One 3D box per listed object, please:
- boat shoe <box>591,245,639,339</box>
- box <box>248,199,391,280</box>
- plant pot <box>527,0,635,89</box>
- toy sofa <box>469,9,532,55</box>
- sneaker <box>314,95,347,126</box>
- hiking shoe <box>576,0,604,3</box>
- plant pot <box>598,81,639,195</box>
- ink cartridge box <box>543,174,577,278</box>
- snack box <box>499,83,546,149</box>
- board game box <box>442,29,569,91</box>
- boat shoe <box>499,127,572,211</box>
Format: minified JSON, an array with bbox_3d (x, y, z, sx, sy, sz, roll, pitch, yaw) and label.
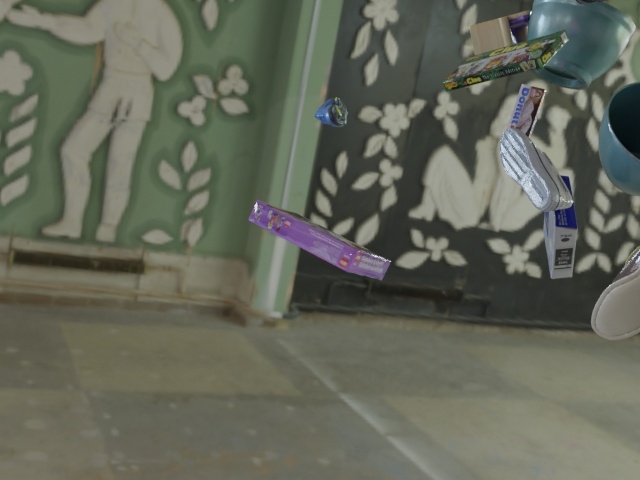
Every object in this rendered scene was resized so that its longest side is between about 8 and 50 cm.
[{"bbox_3d":[0.669,0.071,1.675,0.117,0.324,0.097,33,34,9],"label":"boat shoe"},{"bbox_3d":[0.000,0.000,1.946,0.293,0.057,0.201,27,5,27],"label":"box"},{"bbox_3d":[0.711,-0.548,2.342,0.293,0.196,0.293,22,1,0],"label":"plant pot"},{"bbox_3d":[0.593,-0.617,2.551,0.177,0.150,0.362,-9,12,24],"label":"toy sofa"},{"bbox_3d":[0.024,-0.344,2.298,0.082,0.069,0.209,-27,16,13],"label":"sneaker"},{"bbox_3d":[0.748,-0.625,1.940,0.304,0.113,0.132,-25,22,-10],"label":"hiking shoe"},{"bbox_3d":[0.812,-0.220,2.046,0.290,0.290,0.195,10,-34,-2],"label":"plant pot"},{"bbox_3d":[0.626,-0.045,2.158,0.065,0.165,0.332,-6,-30,11],"label":"ink cartridge box"},{"bbox_3d":[0.523,-0.310,2.132,0.064,0.178,0.022,21,6,30],"label":"snack box"},{"bbox_3d":[0.410,-0.399,1.846,0.260,0.030,0.136,-6,29,47],"label":"board game box"},{"bbox_3d":[0.449,-0.143,1.727,0.076,0.083,0.226,5,49,-28],"label":"boat shoe"}]
